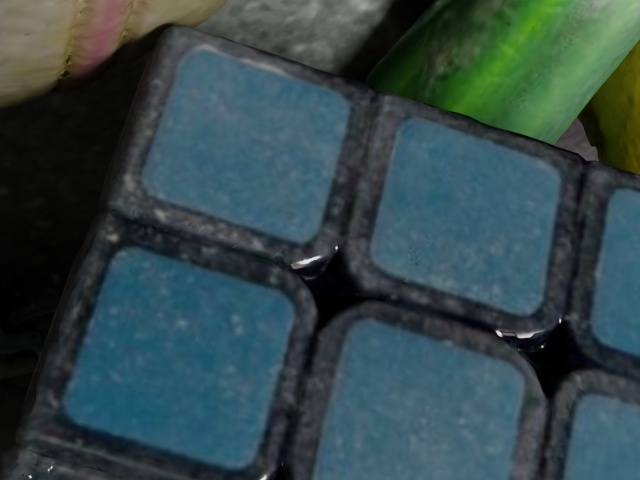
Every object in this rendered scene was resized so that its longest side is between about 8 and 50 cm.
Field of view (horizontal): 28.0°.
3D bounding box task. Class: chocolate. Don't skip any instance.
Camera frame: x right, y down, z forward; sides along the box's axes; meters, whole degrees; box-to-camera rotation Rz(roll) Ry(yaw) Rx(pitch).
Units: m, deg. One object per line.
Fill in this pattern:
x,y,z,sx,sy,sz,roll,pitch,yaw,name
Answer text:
0.119,-0.122,0.652,0.110,0.110,0.291,7,135,-38,chocolate

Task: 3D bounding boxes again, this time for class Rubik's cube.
0.006,0.130,0.621,0.301,0.305,0.304,16,153,-6,Rubik's cube

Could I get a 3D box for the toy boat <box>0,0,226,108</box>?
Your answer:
-0.098,-0.127,0.509,0.293,0.111,0.276,-6,153,-41,toy boat

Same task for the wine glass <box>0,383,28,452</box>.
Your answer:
-0.209,0.140,0.825,0.222,0.103,0.103,-12,146,-17,wine glass

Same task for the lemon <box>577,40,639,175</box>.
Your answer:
0.245,-0.079,0.708,0.207,0.170,0.170,-2,150,12,lemon

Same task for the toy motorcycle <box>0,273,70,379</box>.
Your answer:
-0.241,0.059,0.709,0.229,0.094,0.130,-4,150,-48,toy motorcycle
